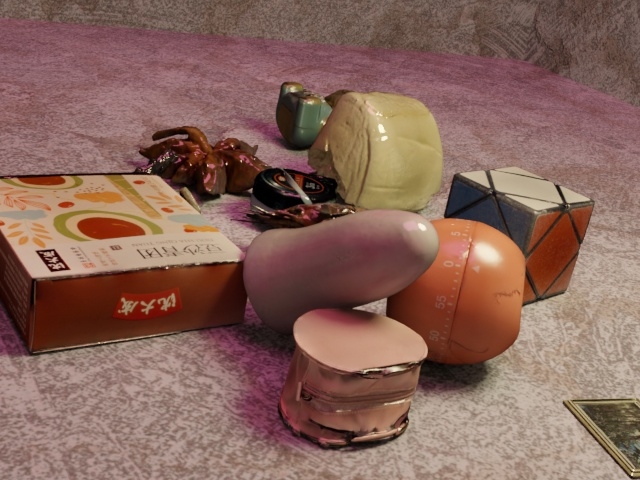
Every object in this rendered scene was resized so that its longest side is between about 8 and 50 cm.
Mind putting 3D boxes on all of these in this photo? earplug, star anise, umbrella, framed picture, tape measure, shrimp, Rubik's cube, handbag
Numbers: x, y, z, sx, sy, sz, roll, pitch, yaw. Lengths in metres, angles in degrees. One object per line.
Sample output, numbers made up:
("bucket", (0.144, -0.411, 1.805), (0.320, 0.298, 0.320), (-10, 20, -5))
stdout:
("earplug", (0.047, 0.033, 1.308), (0.301, 0.173, 0.172), (-17, 0, 41))
("star anise", (-0.252, -0.182, 1.973), (0.292, 0.109, 0.349), (8, 21, -19))
("umbrella", (-0.363, -0.145, 1.865), (0.144, 0.040, 0.037), (-37, 1, -24))
("framed picture", (0.466, 0.286, 1.309), (0.141, 0.011, 0.183), (2, 24, -19))
("tape measure", (-0.053, -0.081, 1.822), (0.180, 0.107, 0.182), (13, 22, -3))
("shrimp", (0.000, -0.005, 1.643), (0.342, 0.145, 0.116), (13, -3, -6))
("Rubik's cube", (0.372, -0.013, 1.723), (0.207, 0.205, 0.205), (-12, 32, -41))
("handbag", (0.043, 0.185, 1.222), (0.205, 0.117, 0.179), (-3, 27, -31))

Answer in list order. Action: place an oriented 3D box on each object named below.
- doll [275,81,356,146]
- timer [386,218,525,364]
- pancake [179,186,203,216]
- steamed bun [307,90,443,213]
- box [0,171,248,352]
("doll", (0.024, -0.324, 2.356), (0.260, 0.162, 0.177), (-2, 27, -29))
("timer", (0.210, 0.080, 1.393), (0.214, 0.230, 0.230), (6, 21, 13))
("pancake", (-0.227, -0.035, 1.605), (0.022, 0.130, 0.116), (-20, 12, -16))
("steamed bun", (0.153, -0.190, 2.042), (0.290, 0.274, 0.272), (-15, 49, -39))
("box", (-0.354, 0.014, 1.440), (0.344, 0.122, 0.385), (-5, 27, -34))
